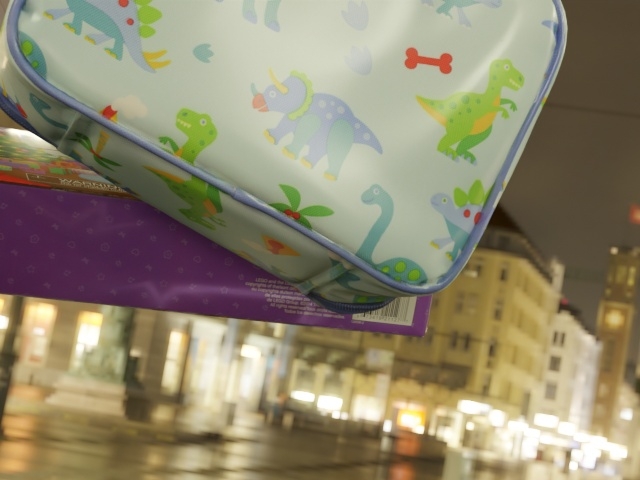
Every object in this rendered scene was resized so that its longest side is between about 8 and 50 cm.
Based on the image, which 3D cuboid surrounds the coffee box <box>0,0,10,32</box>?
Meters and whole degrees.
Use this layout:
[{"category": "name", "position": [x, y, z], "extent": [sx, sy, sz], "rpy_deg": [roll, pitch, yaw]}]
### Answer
[{"category": "coffee box", "position": [-0.164, -0.272, 0.831], "extent": [0.168, 0.297, 0.119], "rpy_deg": [0, -35, 11]}]

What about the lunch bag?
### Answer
[{"category": "lunch bag", "position": [-0.013, -0.084, 0.560], "extent": [0.219, 0.176, 0.090], "rpy_deg": [29, -16, -12]}]

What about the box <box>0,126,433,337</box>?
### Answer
[{"category": "box", "position": [-0.107, -0.014, 0.701], "extent": [0.293, 0.057, 0.201], "rpy_deg": [7, 9, -18]}]
